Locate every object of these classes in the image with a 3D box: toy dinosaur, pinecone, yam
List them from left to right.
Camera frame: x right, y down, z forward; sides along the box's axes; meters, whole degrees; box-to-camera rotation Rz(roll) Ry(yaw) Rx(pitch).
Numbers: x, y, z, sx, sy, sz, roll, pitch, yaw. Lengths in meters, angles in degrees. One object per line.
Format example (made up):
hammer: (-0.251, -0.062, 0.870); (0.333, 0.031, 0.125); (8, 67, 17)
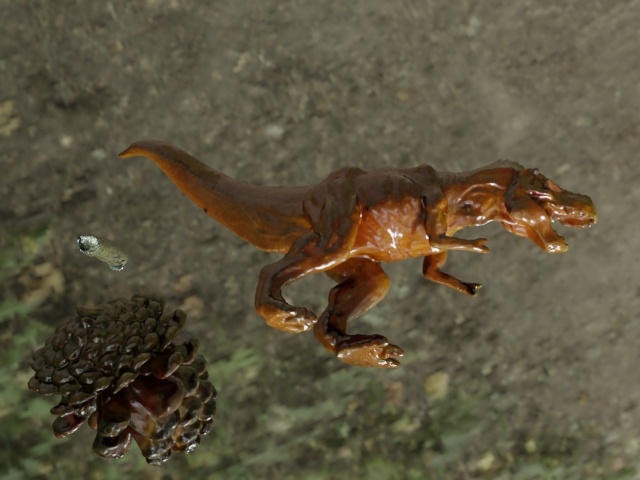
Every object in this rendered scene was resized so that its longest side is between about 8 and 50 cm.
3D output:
yam: (-0.231, 0.012, 1.513); (0.027, 0.033, 0.129); (-24, 173, 3)
pinecone: (-0.105, 0.078, 0.810); (0.102, 0.102, 0.109); (-39, 135, 23)
toy dinosaur: (0.000, 0.000, 1.153); (0.432, 0.208, 0.097); (6, 144, 14)
